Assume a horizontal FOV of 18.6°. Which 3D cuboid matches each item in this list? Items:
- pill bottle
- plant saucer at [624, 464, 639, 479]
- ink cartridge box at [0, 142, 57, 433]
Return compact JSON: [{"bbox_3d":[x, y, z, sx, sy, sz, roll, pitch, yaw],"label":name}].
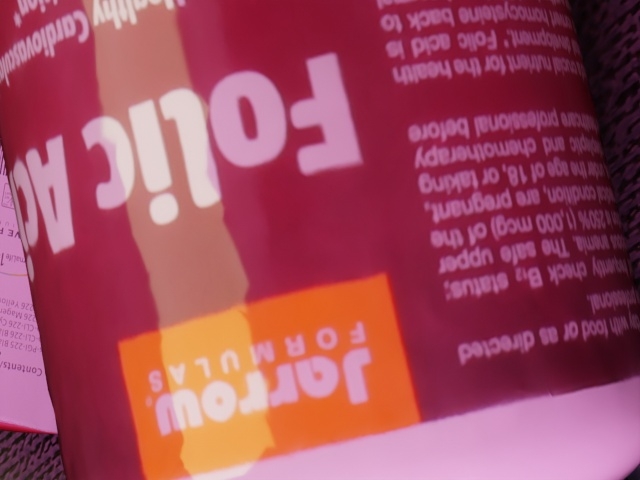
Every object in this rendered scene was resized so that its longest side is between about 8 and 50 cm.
[{"bbox_3d":[0.000,0.000,0.734,0.224,0.224,0.392,-21,79,49],"label":"pill bottle"},{"bbox_3d":[0.085,0.189,0.840,0.317,0.043,0.318,-11,76,51],"label":"plant saucer"},{"bbox_3d":[-0.293,0.040,1.225,0.309,0.130,0.272,0,79,44],"label":"ink cartridge box"}]
